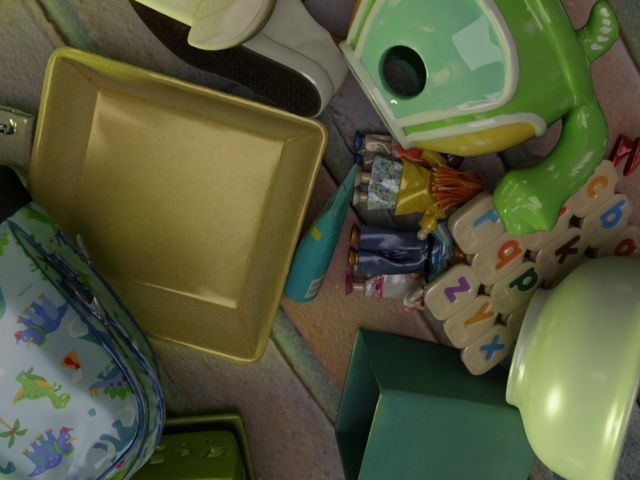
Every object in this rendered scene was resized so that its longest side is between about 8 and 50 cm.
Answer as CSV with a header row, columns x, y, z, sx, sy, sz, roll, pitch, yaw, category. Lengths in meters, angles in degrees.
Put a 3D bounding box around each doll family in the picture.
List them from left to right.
x,y,z,sx,sy,sz,roll,pitch,yaw,category
0.118,-0.014,0.995,0.163,0.118,0.263,3,109,0,doll family

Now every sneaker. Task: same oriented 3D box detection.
x,y,z,sx,sy,sz,roll,pitch,yaw,category
-0.092,-0.256,0.947,0.290,0.123,0.106,33,150,5,sneaker

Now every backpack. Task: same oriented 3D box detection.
x,y,z,sx,sy,sz,roll,pitch,yaw,category
-0.339,0.140,0.924,0.290,0.273,0.356,-41,118,-11,backpack

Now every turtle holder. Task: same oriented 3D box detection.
x,y,z,sx,sy,sz,roll,pitch,yaw,category
0.165,-0.185,0.872,0.227,0.243,0.320,-32,118,5,turtle holder

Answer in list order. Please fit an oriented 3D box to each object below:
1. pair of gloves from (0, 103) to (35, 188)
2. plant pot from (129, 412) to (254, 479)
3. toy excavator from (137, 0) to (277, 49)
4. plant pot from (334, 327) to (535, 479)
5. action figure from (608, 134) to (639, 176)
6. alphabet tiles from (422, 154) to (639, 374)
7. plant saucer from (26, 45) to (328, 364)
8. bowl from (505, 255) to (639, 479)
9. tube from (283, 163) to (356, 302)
x,y,z,sx,sy,sz,roll,pitch,yaw,category
-0.463,-0.086,1.027,0.240,0.042,0.204,8,115,6,pair of gloves
-0.192,0.361,1.089,0.227,0.207,0.228,-7,108,4,plant pot
-0.262,-0.413,0.800,0.432,0.222,0.446,0,106,3,toy excavator
0.157,0.238,1.064,0.234,0.165,0.166,9,109,-10,plant pot
0.482,-0.021,0.999,0.280,0.091,0.139,17,102,-3,action figure
0.264,0.035,1.000,0.278,0.021,0.284,-37,123,-1,alphabet tiles
-0.190,-0.042,1.016,0.332,0.081,0.333,16,110,-4,plant saucer
0.298,0.141,0.941,0.134,0.298,0.298,14,111,21,bowl
0.000,0.000,0.987,0.052,0.080,0.207,23,139,-1,tube
